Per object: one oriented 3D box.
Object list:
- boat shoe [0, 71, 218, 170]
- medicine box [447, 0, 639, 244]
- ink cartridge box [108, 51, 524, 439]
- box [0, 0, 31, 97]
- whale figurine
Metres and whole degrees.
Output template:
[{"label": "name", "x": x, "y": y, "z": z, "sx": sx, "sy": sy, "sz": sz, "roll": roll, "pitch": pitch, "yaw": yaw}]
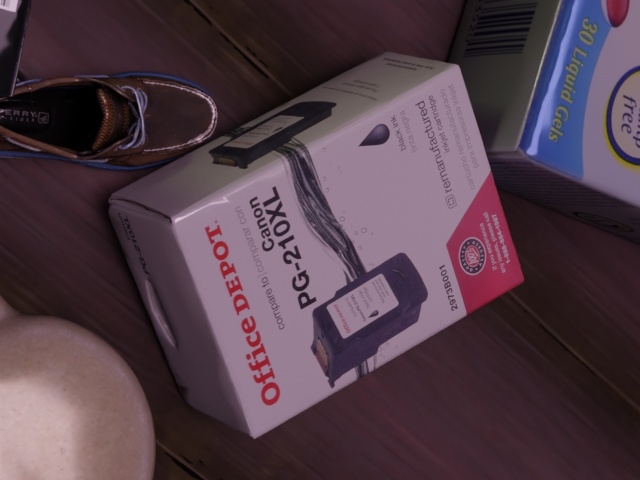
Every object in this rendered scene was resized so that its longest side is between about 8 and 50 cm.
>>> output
[{"label": "boat shoe", "x": -0.144, "y": -0.076, "z": 1.217, "sx": 0.183, "sy": 0.066, "sz": 0.066, "roll": -6, "pitch": 95, "yaw": -27}, {"label": "medicine box", "x": 0.258, "y": -0.138, "z": 1.372, "sx": 0.289, "sy": 0.149, "sz": 0.263, "roll": 20, "pitch": 84, "yaw": -26}, {"label": "ink cartridge box", "x": 0.000, "y": 0.000, "z": 1.266, "sx": 0.237, "sy": 0.100, "sz": 0.172, "roll": -29, "pitch": 114, "yaw": -23}, {"label": "box", "x": -0.316, "y": -0.151, "z": 1.061, "sx": 0.261, "sy": 0.184, "sz": 0.103, "roll": 11, "pitch": 90, "yaw": -27}, {"label": "whale figurine", "x": -0.241, "y": 0.125, "z": 1.146, "sx": 0.272, "sy": 0.141, "sz": 0.216, "roll": 9, "pitch": 79, "yaw": -20}]
